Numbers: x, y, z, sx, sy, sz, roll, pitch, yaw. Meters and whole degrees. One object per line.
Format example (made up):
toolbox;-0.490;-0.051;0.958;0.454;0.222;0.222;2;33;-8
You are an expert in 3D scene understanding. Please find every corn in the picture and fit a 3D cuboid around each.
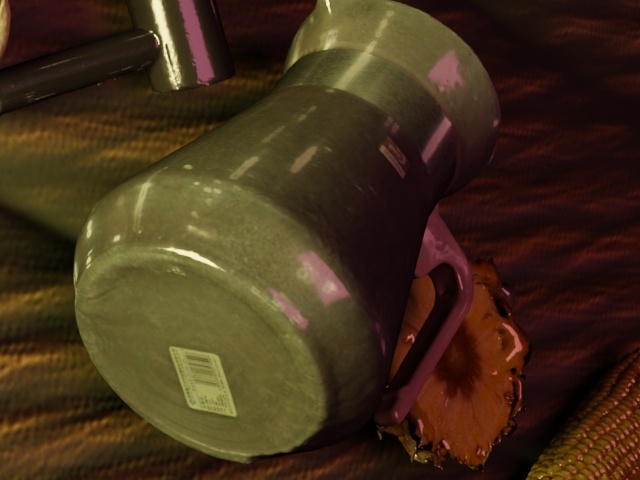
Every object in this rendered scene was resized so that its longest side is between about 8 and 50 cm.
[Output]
corn;0.271;0.208;1.714;0.293;0.106;0.106;-46;117;-41

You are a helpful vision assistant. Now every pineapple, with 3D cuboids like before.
pineapple;0.103;0.105;1.570;0.225;0.076;0.225;9;78;-44

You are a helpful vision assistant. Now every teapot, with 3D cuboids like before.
teapot;0.000;0.000;1.370;0.300;0.253;0.344;57;46;-23

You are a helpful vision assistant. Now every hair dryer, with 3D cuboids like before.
hair dryer;-0.182;-0.150;1.342;0.248;0.070;0.114;-22;101;-35

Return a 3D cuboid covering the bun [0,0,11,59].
bun;-0.276;-0.157;1.234;0.115;0.069;0.115;6;82;-45
